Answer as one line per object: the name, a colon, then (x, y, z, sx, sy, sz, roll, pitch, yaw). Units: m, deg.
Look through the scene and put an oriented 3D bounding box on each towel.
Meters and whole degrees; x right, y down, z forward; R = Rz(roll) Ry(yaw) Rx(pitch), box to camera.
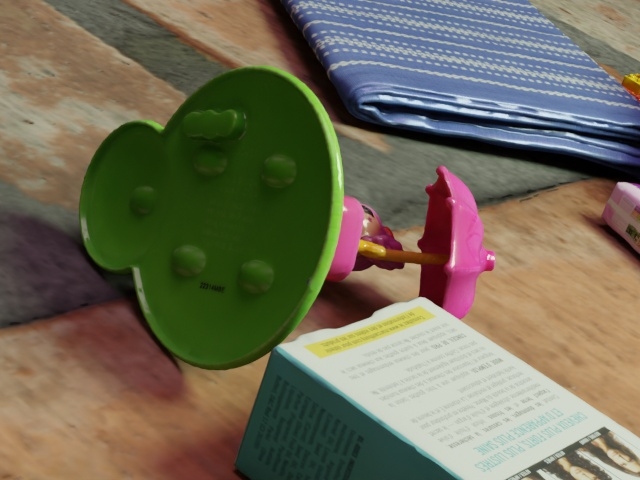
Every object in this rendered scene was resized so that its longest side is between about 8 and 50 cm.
towel: (0.089, -0.142, 1.119, 0.243, 0.040, 0.336, 8, 25, -19)

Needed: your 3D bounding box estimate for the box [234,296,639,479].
box: (0.092, 0.113, 0.555, 0.244, 0.060, 0.100, 34, 29, 29)

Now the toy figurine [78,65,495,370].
toy figurine: (0.000, 0.000, 0.705, 0.159, 0.130, 0.173, 13, -3, -44)

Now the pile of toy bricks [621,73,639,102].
pile of toy bricks: (0.326, -0.128, 1.160, 0.212, 0.105, 0.118, -9, 37, -45)

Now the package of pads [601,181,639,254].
package of pads: (0.213, -0.003, 0.912, 0.050, 0.032, 0.083, 6, 28, -32)
